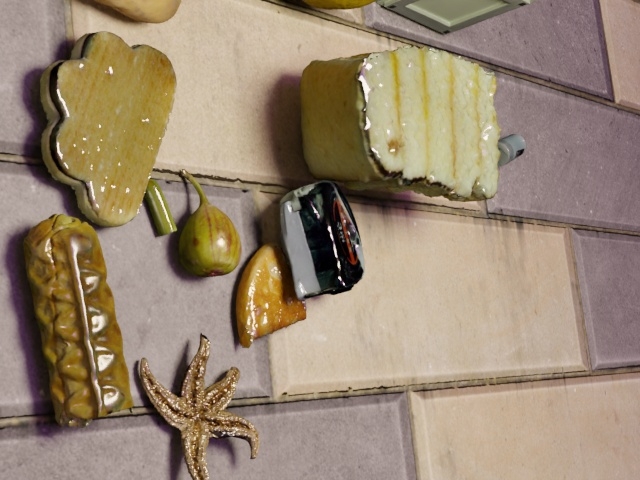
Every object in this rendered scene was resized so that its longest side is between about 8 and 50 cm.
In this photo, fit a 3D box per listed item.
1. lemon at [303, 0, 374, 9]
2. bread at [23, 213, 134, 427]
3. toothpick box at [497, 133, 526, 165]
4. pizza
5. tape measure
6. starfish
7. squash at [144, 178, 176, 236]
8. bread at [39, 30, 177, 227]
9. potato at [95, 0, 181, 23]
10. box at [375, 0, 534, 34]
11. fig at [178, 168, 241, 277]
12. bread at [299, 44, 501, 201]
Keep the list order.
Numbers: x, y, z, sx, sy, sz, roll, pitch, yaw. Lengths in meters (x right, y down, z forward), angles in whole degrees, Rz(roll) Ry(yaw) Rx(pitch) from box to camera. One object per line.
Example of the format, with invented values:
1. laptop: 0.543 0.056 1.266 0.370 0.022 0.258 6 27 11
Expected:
1. lemon: 0.038 -0.508 1.828 0.267 0.267 0.267 17 67 -45
2. bread: -0.307 0.098 1.378 0.087 0.098 0.269 101 -23 -86
3. toothpick box: 0.387 -0.189 2.280 0.083 0.052 0.052 -28 100 -50
4. pizza: -0.075 0.089 1.679 0.131 0.041 0.178 21 64 -41
5. tape measure: 0.001 0.000 1.722 0.181 0.107 0.182 11 63 -74
6. starfish: -0.169 0.246 1.519 0.213 0.057 0.238 25 57 -33
7. squash: -0.230 -0.049 1.554 0.027 0.027 0.083 -26 98 -49
8. bread: -0.297 -0.169 1.489 0.207 0.056 0.286 41 51 -38
9. potato: -0.285 -0.406 1.532 0.235 0.128 0.161 21 80 -49
10. box: 0.259 -0.500 2.092 0.225 0.225 0.117 12 70 -46
11. fig: -0.168 -0.028 1.572 0.093 0.093 0.166 -13 91 -50
12. bread: 0.099 -0.189 1.810 0.395 0.264 0.239 4 89 -48
